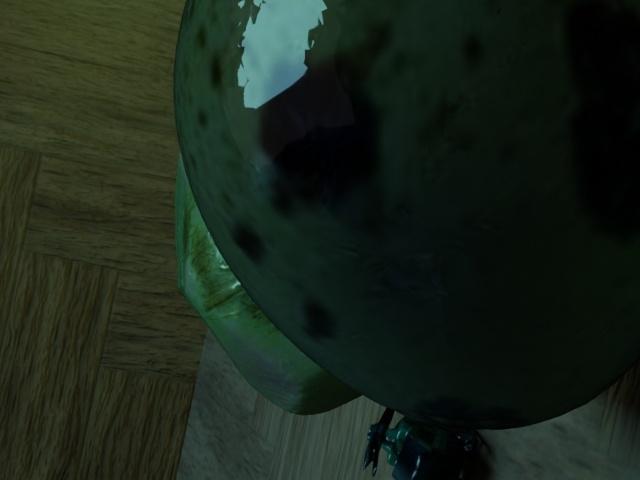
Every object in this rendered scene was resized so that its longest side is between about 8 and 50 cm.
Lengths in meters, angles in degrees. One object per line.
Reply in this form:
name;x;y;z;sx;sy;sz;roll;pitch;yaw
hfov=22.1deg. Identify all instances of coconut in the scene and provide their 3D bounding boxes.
coconut;0.000;0.000;1.483;0.328;0.281;0.328;-2;87;34

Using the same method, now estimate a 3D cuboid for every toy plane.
toy plane;0.086;0.180;1.451;0.235;0.096;0.060;-52;-21;-80

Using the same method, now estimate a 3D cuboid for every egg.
egg;0.086;-0.066;1.071;0.345;0.345;0.428;-108;2;-64
